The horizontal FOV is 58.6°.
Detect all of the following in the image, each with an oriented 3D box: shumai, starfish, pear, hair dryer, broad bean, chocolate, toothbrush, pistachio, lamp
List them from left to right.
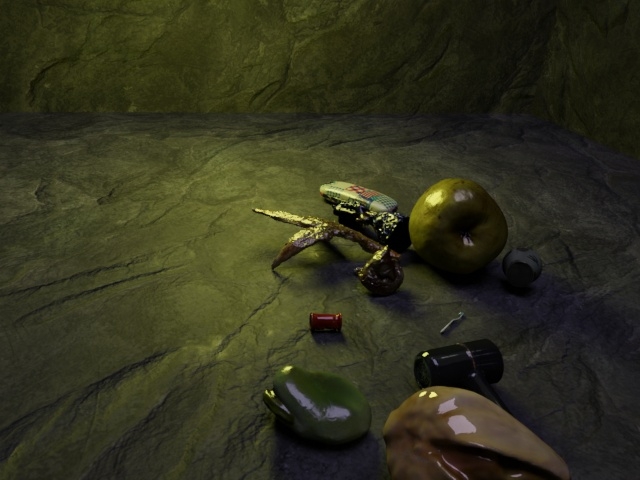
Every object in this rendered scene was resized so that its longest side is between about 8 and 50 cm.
[{"bbox_3d":[-0.005,0.337,1.171,0.227,0.100,0.169,5,33,-4],"label":"broad bean"},{"bbox_3d":[0.000,-0.010,1.846,0.398,0.132,0.383,-12,27,-37],"label":"starfish"},{"bbox_3d":[0.161,-0.075,1.986,0.148,0.126,0.343,-3,24,-46],"label":"chocolate"},{"bbox_3d":[0.180,0.094,1.669,0.139,0.105,0.123,-32,67,-10],"label":"shumai"},{"bbox_3d":[0.360,0.225,1.556,0.013,0.011,0.131,35,37,24],"label":"toothbrush"},{"bbox_3d":[0.427,-0.042,1.814,0.303,0.304,0.304,4,27,-2],"label":"pear"},{"bbox_3d":[0.262,0.387,0.992,0.321,0.229,0.238,21,-4,12],"label":"pistachio"},{"bbox_3d":[0.350,0.357,1.209,0.189,0.107,0.352,-6,34,-17],"label":"hair dryer"},{"bbox_3d":[0.636,0.076,1.792,0.121,0.121,0.214,17,20,21],"label":"lamp"}]

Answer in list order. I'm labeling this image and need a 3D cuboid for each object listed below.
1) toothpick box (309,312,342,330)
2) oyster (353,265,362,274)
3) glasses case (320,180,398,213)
[{"bbox_3d":[0.015,0.210,1.478,0.083,0.047,0.047,2,27,-9],"label":"toothpick box"},{"bbox_3d":[0.149,0.098,1.745,0.093,0.034,0.051,6,8,25],"label":"oyster"},{"bbox_3d":[0.146,-0.162,2.211,0.327,0.076,0.125,21,32,30],"label":"glasses case"}]
